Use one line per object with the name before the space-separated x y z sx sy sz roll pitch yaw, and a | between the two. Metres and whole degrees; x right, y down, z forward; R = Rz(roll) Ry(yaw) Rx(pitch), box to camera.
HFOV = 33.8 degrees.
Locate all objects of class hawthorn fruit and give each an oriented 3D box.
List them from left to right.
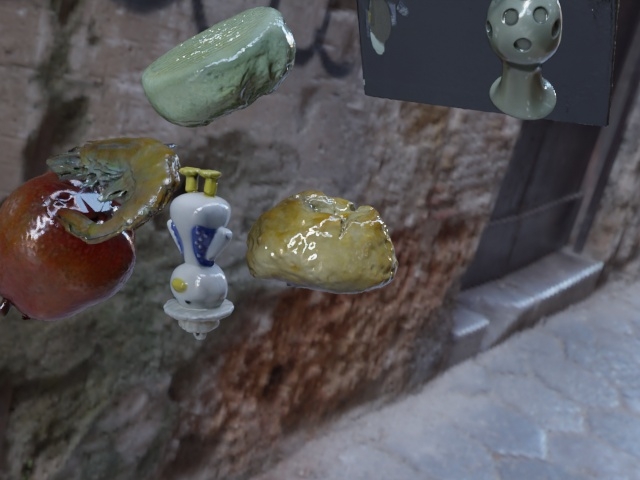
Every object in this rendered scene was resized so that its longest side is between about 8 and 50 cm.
hawthorn fruit | -0.490 0.011 2.002 0.295 0.311 0.295 15 54 -21

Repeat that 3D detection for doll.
doll | -0.202 0.026 1.749 0.138 0.293 0.119 12 17 33

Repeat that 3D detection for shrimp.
shrimp | -0.286 -0.065 1.395 0.253 0.173 0.058 0 -33 36

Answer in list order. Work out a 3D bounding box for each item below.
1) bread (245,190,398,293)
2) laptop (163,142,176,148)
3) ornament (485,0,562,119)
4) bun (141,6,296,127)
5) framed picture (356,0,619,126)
bread | 0.000 0.000 1.647 0.244 0.134 0.244 8 12 -2
laptop | -0.408 -0.186 2.212 0.180 0.016 0.129 -3 13 18
ornament | 0.200 -0.190 1.030 0.074 0.081 0.156 33 -19 27
bun | -0.133 -0.223 1.418 0.221 0.108 0.221 -22 23 10
framed picture | 0.194 -0.262 1.277 0.323 0.244 0.013 11 41 22
